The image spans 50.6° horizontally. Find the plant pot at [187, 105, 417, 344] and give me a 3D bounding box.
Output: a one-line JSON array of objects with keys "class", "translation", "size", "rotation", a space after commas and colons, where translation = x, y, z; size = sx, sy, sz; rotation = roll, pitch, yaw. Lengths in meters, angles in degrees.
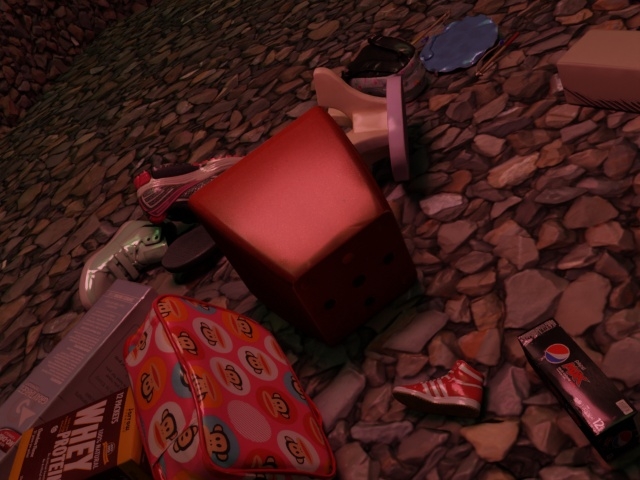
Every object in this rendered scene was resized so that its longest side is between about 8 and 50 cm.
[{"class": "plant pot", "translation": [0.000, 0.000, 1.074], "size": [0.267, 0.267, 0.236], "rotation": [-38, 47, -9]}]

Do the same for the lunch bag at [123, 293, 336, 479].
[{"class": "lunch bag", "translation": [-0.107, 0.213, 0.883], "size": [0.120, 0.258, 0.293], "rotation": [-51, 43, 19]}]

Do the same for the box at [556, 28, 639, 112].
[{"class": "box", "translation": [0.546, -0.280, 1.127], "size": [0.113, 0.094, 0.275], "rotation": [-42, 35, -16]}]

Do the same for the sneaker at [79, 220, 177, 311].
[{"class": "sneaker", "translation": [-0.404, 0.045, 1.451], "size": [0.151, 0.094, 0.256], "rotation": [-5, 44, 29]}]

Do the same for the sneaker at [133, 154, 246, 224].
[{"class": "sneaker", "translation": [-0.251, -0.113, 1.476], "size": [0.299, 0.112, 0.121], "rotation": [-14, -3, -25]}]

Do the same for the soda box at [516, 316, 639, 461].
[{"class": "soda box", "translation": [0.299, 0.168, 0.786], "size": [0.053, 0.060, 0.169], "rotation": [-31, 35, 3]}]

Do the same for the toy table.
[{"class": "toy table", "translation": [0.083, -0.210, 1.286], "size": [0.160, 0.252, 0.274], "rotation": [-4, 21, 11]}]

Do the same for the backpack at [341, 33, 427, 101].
[{"class": "backpack", "translation": [0.154, -0.384, 1.541], "size": [0.182, 0.115, 0.152], "rotation": [17, 68, 47]}]

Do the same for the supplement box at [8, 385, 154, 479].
[{"class": "supplement box", "translation": [-0.276, 0.326, 0.913], "size": [0.194, 0.191, 0.129], "rotation": [-24, 34, 9]}]

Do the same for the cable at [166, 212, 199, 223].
[{"class": "cable", "translation": [-0.306, -0.090, 1.544], "size": [0.184, 0.047, 0.151], "rotation": [-4, 47, -11]}]

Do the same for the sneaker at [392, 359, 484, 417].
[{"class": "sneaker", "translation": [0.156, 0.189, 0.884], "size": [0.118, 0.042, 0.067], "rotation": [3, 51, 29]}]

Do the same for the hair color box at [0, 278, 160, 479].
[{"class": "hair color box", "translation": [-0.362, 0.262, 1.063], "size": [0.113, 0.185, 0.374], "rotation": [6, 49, 42]}]

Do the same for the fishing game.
[{"class": "fishing game", "translation": [0.321, -0.445, 1.559], "size": [0.189, 0.041, 0.264], "rotation": [-45, 41, -6]}]

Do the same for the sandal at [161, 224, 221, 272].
[{"class": "sandal", "translation": [-0.216, -0.006, 1.417], "size": [0.097, 0.054, 0.254], "rotation": [22, 51, 42]}]
